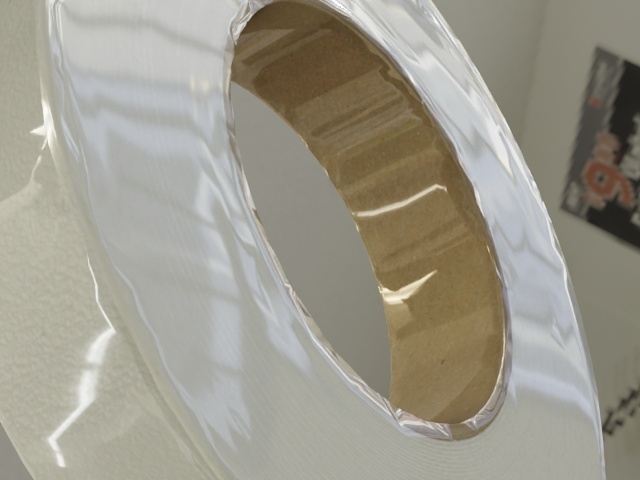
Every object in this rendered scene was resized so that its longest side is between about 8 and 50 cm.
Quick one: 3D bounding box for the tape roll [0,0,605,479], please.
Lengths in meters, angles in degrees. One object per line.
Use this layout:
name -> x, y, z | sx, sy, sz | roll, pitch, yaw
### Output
tape roll -> 0.000, 0.000, 0.606 | 0.072, 0.392, 0.392 | -27, -3, 29
